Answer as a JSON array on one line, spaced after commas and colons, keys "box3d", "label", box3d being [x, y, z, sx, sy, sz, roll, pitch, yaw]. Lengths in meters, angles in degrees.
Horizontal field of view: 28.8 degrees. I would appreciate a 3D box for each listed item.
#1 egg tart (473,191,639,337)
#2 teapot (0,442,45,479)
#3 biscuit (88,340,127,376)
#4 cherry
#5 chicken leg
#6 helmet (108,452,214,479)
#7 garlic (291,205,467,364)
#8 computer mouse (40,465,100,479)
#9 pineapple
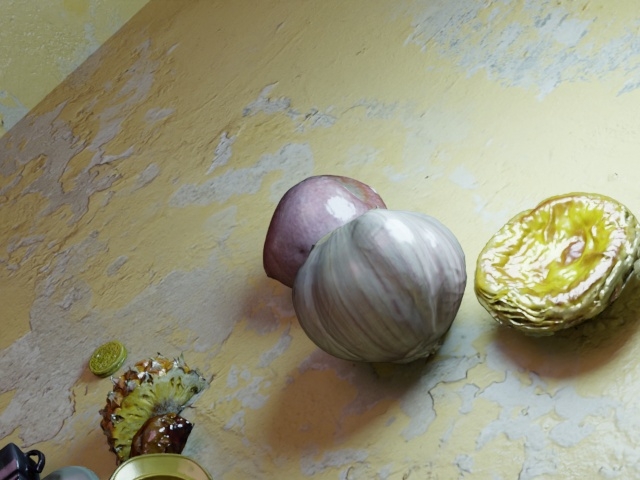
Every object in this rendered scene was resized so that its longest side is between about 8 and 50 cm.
[{"box3d": [0.383, 0.047, 1.966, 0.294, 0.116, 0.295, -25, 35, 19], "label": "egg tart"}, {"box3d": [-0.587, 0.461, 2.335, 0.177, 0.087, 0.096, -39, 39, -5], "label": "teapot"}, {"box3d": [-0.428, 0.239, 2.513, 0.084, 0.023, 0.084, -21, 38, 18], "label": "biscuit"}, {"box3d": [0.010, -0.002, 2.271, 0.206, 0.239, 0.239, 25, 60, 13], "label": "cherry"}, {"box3d": [-0.298, 0.422, 2.124, 0.113, 0.093, 0.304, -43, 25, 46], "label": "chicken leg"}, {"box3d": [-0.251, 0.477, 1.976, 0.205, 0.140, 0.257, -1, 35, -11], "label": "helmet"}, {"box3d": [0.103, 0.082, 2.038, 0.317, 0.259, 0.317, -32, 5, 3], "label": "garlic"}, {"box3d": [-0.502, 0.526, 2.179, 0.331, 0.095, 0.197, -35, 32, 16], "label": "computer mouse"}, {"box3d": [-0.330, 0.286, 2.277, 0.233, 0.135, 0.079, -46, 35, -12], "label": "pineapple"}]
